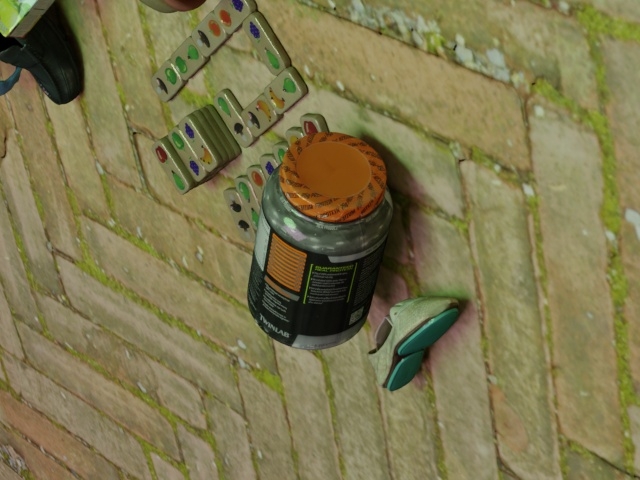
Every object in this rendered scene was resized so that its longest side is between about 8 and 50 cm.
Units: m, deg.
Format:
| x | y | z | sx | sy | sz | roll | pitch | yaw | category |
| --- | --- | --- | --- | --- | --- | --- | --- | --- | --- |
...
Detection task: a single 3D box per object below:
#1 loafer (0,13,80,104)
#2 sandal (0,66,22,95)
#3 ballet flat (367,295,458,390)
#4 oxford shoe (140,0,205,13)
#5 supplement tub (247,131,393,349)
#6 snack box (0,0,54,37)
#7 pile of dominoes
| x | y | z | sx | sy | sz | roll | pitch | yaw | category |
| --- | --- | --- | --- | --- | --- | --- | --- | --- | --- |
| -0.320 | -0.216 | 1.906 | 0.076 | 0.078 | 0.223 | 29 | 158 | 38 | loafer |
| -0.434 | -0.228 | 2.063 | 0.317 | 0.126 | 0.138 | 13 | 131 | 52 | sandal |
| 0.076 | 0.083 | 1.662 | 0.052 | 0.057 | 0.168 | 59 | 150 | 19 | ballet flat |
| -0.235 | -0.329 | 1.634 | 0.348 | 0.123 | 0.130 | 50 | 133 | -5 | oxford shoe |
| 0.000 | 0.000 | 1.636 | 0.117 | 0.117 | 0.190 | 43 | 145 | 24 | supplement tub |
| -0.309 | -0.280 | 1.776 | 0.100 | 0.037 | 0.141 | -46 | 76 | 18 | snack box |
| -0.085 | -0.105 | 1.741 | 0.196 | 0.040 | 0.251 | 58 | 150 | 2 | pile of dominoes |
